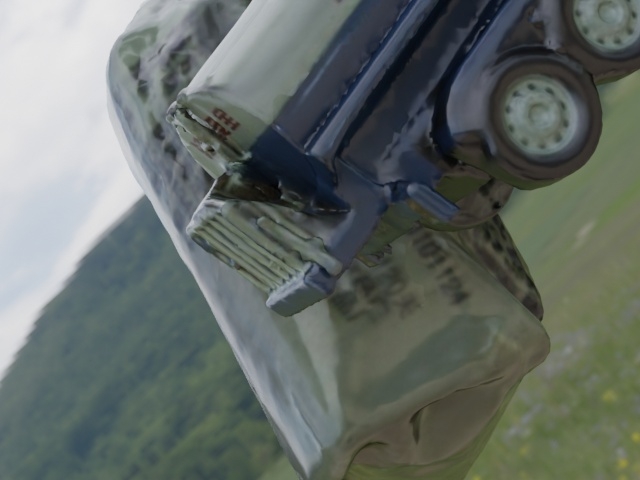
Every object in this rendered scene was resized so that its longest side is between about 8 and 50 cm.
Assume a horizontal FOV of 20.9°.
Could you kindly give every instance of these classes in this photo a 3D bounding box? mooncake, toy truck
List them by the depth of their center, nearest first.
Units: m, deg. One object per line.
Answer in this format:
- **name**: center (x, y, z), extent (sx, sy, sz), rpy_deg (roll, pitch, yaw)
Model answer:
- **toy truck**: center (0.040, -0.071, 0.430), extent (0.202, 0.088, 0.074), rpy_deg (-55, 4, -16)
- **mooncake**: center (0.004, -0.003, 0.785), extent (0.136, 0.254, 0.250), rpy_deg (-27, -11, -8)
